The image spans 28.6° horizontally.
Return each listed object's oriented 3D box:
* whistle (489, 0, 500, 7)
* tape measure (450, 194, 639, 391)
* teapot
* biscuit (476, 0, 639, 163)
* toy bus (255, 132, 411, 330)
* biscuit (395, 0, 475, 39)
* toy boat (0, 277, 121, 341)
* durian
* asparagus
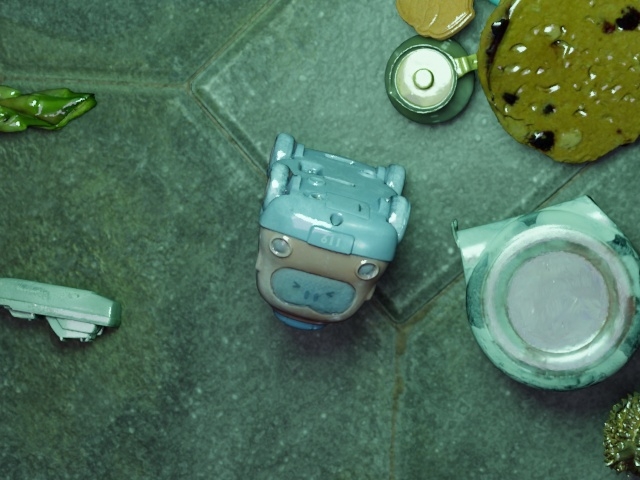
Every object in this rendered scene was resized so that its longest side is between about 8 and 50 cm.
[{"bbox_3d":[0.246,-0.408,1.756,0.186,0.093,0.274,-25,87,17],"label":"whistle"},{"bbox_3d":[0.331,0.073,1.763,0.256,0.147,0.275,-15,89,12],"label":"tape measure"},{"bbox_3d":[0.169,-0.235,1.775,0.165,0.119,0.130,-18,93,13],"label":"teapot"},{"bbox_3d":[0.352,-0.248,1.718,0.296,0.075,0.296,-2,119,-4],"label":"biscuit"},{"bbox_3d":[0.000,0.000,1.762,0.197,0.294,0.232,15,112,-6],"label":"toy bus"},{"bbox_3d":[0.161,-0.334,1.751,0.130,0.019,0.102,39,96,34],"label":"biscuit"},{"bbox_3d":[-0.444,0.109,1.975,0.260,0.078,0.085,9,84,10],"label":"toy boat"},{"bbox_3d":[0.477,0.287,1.724,0.196,0.196,0.167,-1,90,13],"label":"durian"},{"bbox_3d":[-0.489,-0.202,1.953,0.287,0.080,0.080,5,98,13],"label":"asparagus"}]
